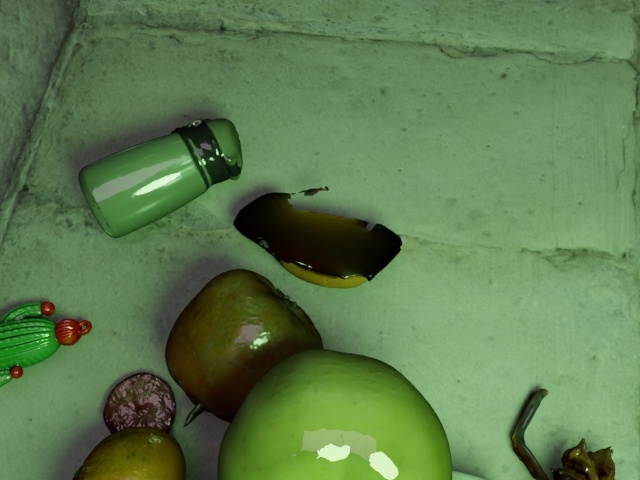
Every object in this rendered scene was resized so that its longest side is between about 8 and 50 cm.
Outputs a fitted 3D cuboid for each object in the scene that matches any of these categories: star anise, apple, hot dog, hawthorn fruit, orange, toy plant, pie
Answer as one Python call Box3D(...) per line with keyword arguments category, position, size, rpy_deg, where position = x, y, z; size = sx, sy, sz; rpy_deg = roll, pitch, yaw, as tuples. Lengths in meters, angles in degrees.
Box3D(category="star anise", position=(0.442, 0.422, 1.054), size=(0.237, 0.148, 0.346), rpy_deg=(11, 49, -34))
Box3D(category="apple", position=(0.022, 0.333, 0.890), size=(0.358, 0.357, 0.357), rpy_deg=(-1, 70, 3))
Box3D(category="hot dog", position=(-0.002, 0.005, 1.263), size=(0.326, 0.107, 0.194), rpy_deg=(32, 65, 24))
Box3D(category="hawthorn fruit", position=(-0.157, 0.213, 1.118), size=(0.268, 0.267, 0.301), rpy_deg=(41, 79, 16))
Box3D(category="orange", position=(-0.345, 0.436, 1.055), size=(0.171, 0.240, 0.240), rpy_deg=(37, 75, -10))
Box3D(category="toy plant", position=(-0.601, 0.197, 1.238), size=(0.240, 0.088, 0.154), rpy_deg=(-35, 56, -16))
Box3D(category="pie", position=(-0.354, 0.337, 1.194), size=(0.155, 0.036, 0.154), rpy_deg=(-1, 70, 3))

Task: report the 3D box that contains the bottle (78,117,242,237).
Box3D(category="bottle", position=(-0.327, -0.147, 1.309), size=(0.347, 0.168, 0.168), rpy_deg=(-27, 70, -10))

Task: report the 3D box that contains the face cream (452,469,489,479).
Box3D(category="face cream", position=(0.204, 0.483, 1.017), size=(0.201, 0.201, 0.187), rpy_deg=(13, 71, 8))
